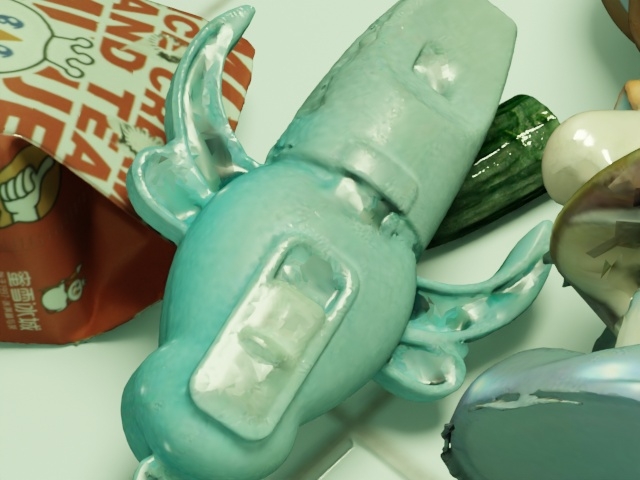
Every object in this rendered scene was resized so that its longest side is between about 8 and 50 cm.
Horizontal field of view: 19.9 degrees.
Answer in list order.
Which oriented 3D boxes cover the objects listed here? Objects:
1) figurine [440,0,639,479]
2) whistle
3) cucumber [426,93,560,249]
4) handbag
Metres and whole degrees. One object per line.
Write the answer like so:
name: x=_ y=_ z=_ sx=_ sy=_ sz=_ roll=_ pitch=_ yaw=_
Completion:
figurine: x=0.210 y=-0.044 z=0.740 sx=0.277 sy=0.248 sz=0.388 roll=12 pitch=64 yaw=17
whistle: x=0.000 y=0.000 z=0.770 sx=0.186 sy=0.093 sz=0.274 roll=36 pitch=68 yaw=-6
cucumber: x=0.064 y=-0.027 z=0.854 sx=0.105 sy=0.048 sz=0.048 roll=-28 pitch=52 yaw=-10
handbag: x=-0.185 y=-0.058 z=0.866 sx=0.298 sy=0.151 sz=0.171 roll=1 pitch=46 yaw=5
